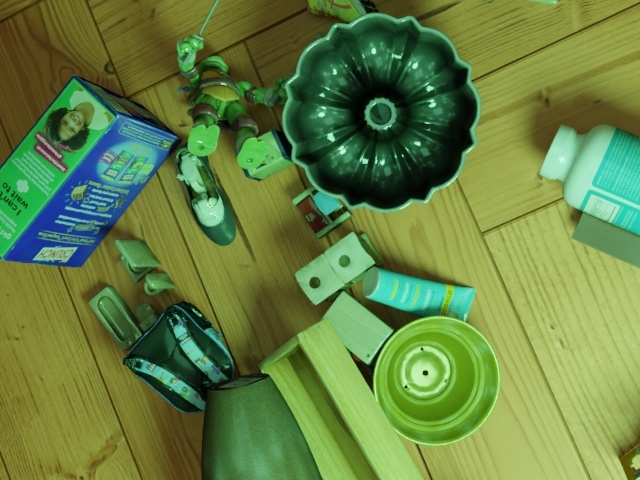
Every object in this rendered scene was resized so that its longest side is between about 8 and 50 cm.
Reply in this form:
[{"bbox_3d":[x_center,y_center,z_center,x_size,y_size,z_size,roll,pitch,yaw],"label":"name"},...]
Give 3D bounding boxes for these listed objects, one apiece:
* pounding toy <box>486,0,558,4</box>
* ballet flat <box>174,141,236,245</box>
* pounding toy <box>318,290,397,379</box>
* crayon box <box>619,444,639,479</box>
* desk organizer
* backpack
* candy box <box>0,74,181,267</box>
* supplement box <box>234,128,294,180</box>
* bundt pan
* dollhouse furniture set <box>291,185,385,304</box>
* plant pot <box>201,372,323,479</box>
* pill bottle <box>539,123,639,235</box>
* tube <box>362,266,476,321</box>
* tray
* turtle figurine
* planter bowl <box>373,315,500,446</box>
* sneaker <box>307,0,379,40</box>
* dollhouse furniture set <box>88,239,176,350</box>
[{"bbox_3d":[0.355,-0.464,1.681,0.206,0.094,0.181,-31,82,10],"label":"pounding toy"},{"bbox_3d":[-0.214,-0.084,1.804,0.074,0.074,0.203,-22,84,11],"label":"ballet flat"},{"bbox_3d":[0.073,0.174,1.713,0.130,0.141,0.100,38,90,20],"label":"pounding toy"},{"bbox_3d":[0.626,0.298,1.546,0.323,0.203,0.083,-37,82,9],"label":"crayon box"},{"bbox_3d":[0.486,-0.001,1.664,0.130,0.047,0.050,25,96,12],"label":"desk organizer"},{"bbox_3d":[-0.234,0.212,1.775,0.173,0.117,0.158,41,97,4],"label":"backpack"},{"bbox_3d":[-0.427,-0.109,1.749,0.122,0.268,0.317,41,96,14],"label":"candy box"},{"bbox_3d":[-0.095,-0.150,1.773,0.083,0.083,0.056,-26,83,12],"label":"supplement box"},{"bbox_3d":[0.105,-0.214,1.697,0.331,0.124,0.330,1,96,6],"label":"bundt pan"},{"bbox_3d":[0.000,0.000,1.725,0.129,0.129,0.183,-36,82,9],"label":"dollhouse furniture set"},{"bbox_3d":[-0.114,0.348,1.683,0.215,0.215,0.230,-11,92,12],"label":"plant pot"},{"bbox_3d":[0.494,-0.097,1.614,0.264,0.146,0.146,25,94,11],"label":"pill bottle"},{"bbox_3d":[0.169,0.095,1.687,0.207,0.052,0.080,17,97,-27],"label":"tube"},{"bbox_3d":[0.055,0.347,1.671,0.076,0.203,0.411,-25,81,-30],"label":"tray"},{"bbox_3d":[-0.147,-0.272,1.699,0.275,0.198,0.266,-25,47,18],"label":"turtle figurine"},{"bbox_3d":[0.186,0.230,1.686,0.217,0.090,0.217,0,93,-8],"label":"planter bowl"},{"bbox_3d":[0.025,-0.421,1.766,0.094,0.081,0.208,-43,77,19],"label":"sneaker"},{"bbox_3d":[-0.356,0.102,1.801,0.151,0.123,0.144,-38,81,9],"label":"dollhouse furniture set"}]
